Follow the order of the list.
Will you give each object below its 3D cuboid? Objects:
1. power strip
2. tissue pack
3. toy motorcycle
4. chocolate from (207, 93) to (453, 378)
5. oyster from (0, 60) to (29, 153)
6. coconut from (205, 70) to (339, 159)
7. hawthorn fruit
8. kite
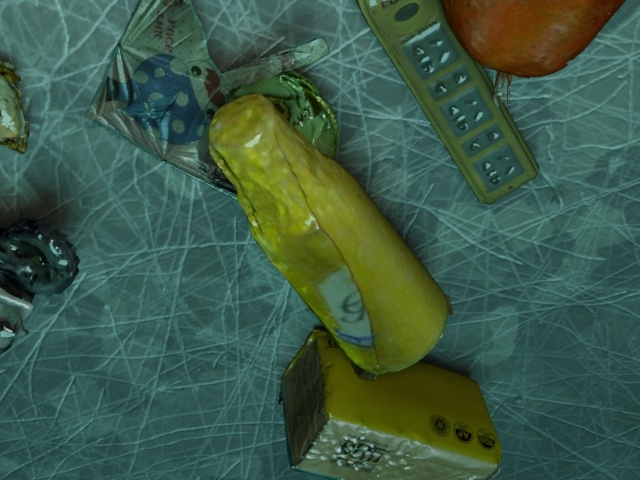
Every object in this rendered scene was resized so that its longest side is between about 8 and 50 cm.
[{"bbox_3d":[0.149,-0.198,1.330,0.092,0.066,0.387,-31,121,10],"label":"power strip"},{"bbox_3d":[0.095,0.247,1.539,0.271,0.192,0.134,19,120,-19],"label":"tissue pack"},{"bbox_3d":[-0.443,0.056,1.385,0.188,0.143,0.327,37,127,-18],"label":"toy motorcycle"},{"bbox_3d":[0.000,0.000,1.336,0.162,0.162,0.445,-29,135,11],"label":"chocolate"},{"bbox_3d":[-0.384,-0.159,1.306,0.086,0.029,0.132,7,125,-5],"label":"oyster"},{"bbox_3d":[-0.048,-0.151,1.332,0.158,0.055,0.133,24,119,-3],"label":"coconut"},{"bbox_3d":[0.225,-0.271,1.213,0.211,0.211,0.299,6,130,-11],"label":"hawthorn fruit"},{"bbox_3d":[-0.134,-0.176,1.299,0.314,0.011,0.335,-12,116,17],"label":"kite"}]
